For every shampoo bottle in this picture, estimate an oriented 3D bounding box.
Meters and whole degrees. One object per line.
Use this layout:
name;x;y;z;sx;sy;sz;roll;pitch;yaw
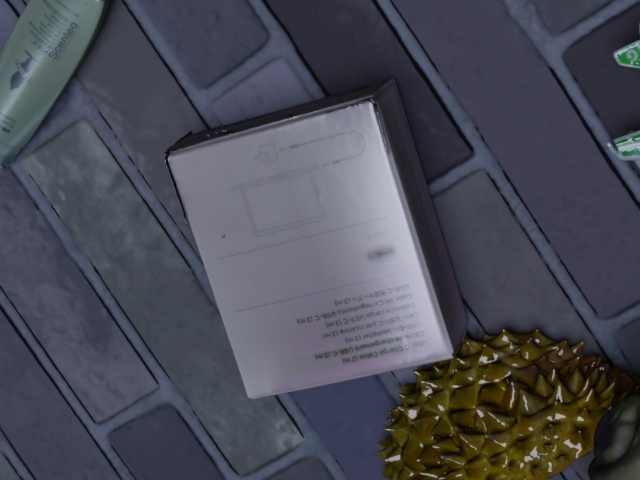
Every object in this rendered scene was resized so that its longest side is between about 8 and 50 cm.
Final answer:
shampoo bottle;-0.271;-0.161;1.462;0.072;0.049;0.212;35;112;-2

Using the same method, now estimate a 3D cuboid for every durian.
durian;0.155;0.173;1.422;0.260;0.153;0.186;-48;65;15

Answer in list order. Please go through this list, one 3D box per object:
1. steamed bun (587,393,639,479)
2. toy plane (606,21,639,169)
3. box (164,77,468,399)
steamed bun;0.336;0.213;1.265;0.247;0.339;0.352;31;110;14
toy plane;0.320;-0.118;1.299;0.174;0.080;0.174;4;115;8
box;0.000;0.000;1.408;0.203;0.106;0.252;-15;101;18
